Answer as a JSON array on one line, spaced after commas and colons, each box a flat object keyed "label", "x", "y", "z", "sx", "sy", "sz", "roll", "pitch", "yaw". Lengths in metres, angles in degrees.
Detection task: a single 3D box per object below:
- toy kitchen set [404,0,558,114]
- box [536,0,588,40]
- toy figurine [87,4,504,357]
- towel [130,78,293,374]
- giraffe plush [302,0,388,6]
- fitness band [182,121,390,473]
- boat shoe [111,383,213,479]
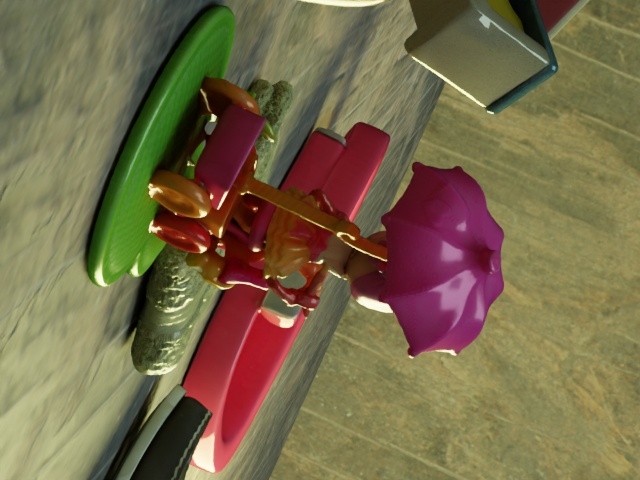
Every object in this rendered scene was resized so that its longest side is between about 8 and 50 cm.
[{"label": "toy kitchen set", "x": 0.135, "y": -0.178, "z": 0.882, "sx": 0.207, "sy": 0.122, "sz": 0.166, "roll": -38, "pitch": -132, "yaw": 30}, {"label": "box", "x": 0.142, "y": -0.221, "z": 1.051, "sx": 0.232, "sy": 0.127, "sz": 0.148, "roll": -46, "pitch": -177, "yaw": 18}, {"label": "toy figurine", "x": 0.000, "y": 0.000, "z": 0.808, "sx": 0.173, "sy": 0.159, "sz": 0.130, "roll": 105, "pitch": 11, "yaw": -69}, {"label": "towel", "x": -0.054, "y": -0.008, "z": 0.978, "sx": 0.110, "sy": 0.027, "sz": 0.148, "roll": 109, "pitch": 8, "yaw": -48}, {"label": "giraffe plush", "x": 0.032, "y": -0.183, "z": 0.422, "sx": 0.170, "sy": 0.181, "sz": 0.210, "roll": -75, "pitch": 149, "yaw": -46}, {"label": "fitness band", "x": -0.031, "y": 0.036, "z": 1.373, "sx": 0.291, "sy": 0.054, "sz": 0.209, "roll": -61, "pitch": 177, "yaw": -33}, {"label": "boat shoe", "x": -0.114, "y": 0.200, "z": 1.138, "sx": 0.081, "sy": 0.069, "sz": 0.227, "roll": 90, "pitch": 25, "yaw": -80}]
